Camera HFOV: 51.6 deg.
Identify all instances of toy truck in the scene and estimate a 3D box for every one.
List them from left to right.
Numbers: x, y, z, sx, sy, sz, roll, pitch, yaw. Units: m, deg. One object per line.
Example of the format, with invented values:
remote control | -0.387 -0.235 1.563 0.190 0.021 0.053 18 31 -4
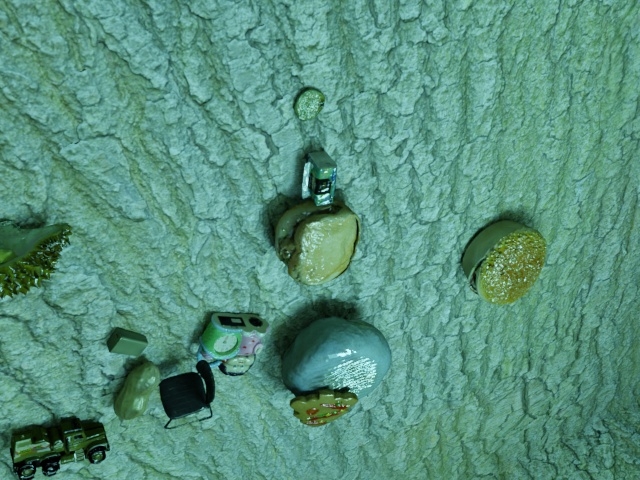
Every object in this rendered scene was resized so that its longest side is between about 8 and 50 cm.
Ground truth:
toy truck | -0.734 0.572 1.875 0.257 0.127 0.127 -2 113 -30

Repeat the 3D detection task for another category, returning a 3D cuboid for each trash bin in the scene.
trash bin | -0.522 0.279 1.799 0.092 0.043 0.061 24 112 -43

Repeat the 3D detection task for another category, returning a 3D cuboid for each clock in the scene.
clock | -0.263 0.309 1.939 0.194 0.100 0.196 7 120 -30

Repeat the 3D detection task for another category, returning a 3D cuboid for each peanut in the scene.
peanut | -0.523 0.431 1.890 0.090 0.099 0.214 19 114 -26

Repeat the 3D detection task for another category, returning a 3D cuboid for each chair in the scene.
chair | -0.380 0.436 1.882 0.145 0.140 0.221 -11 159 -21

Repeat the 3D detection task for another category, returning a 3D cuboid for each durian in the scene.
durian | -0.693 0.041 1.445 0.306 0.167 0.172 -11 162 -15

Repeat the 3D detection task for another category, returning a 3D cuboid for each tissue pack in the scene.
tissue pack | -0.010 -0.158 1.694 0.079 0.085 0.111 -11 132 -21

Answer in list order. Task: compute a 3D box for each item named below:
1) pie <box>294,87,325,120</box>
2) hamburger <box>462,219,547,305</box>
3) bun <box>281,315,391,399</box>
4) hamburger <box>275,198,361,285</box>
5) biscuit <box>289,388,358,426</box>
pie | -0.027 -0.324 1.591 0.085 0.017 0.085 -17 134 -18
hamburger | 0.618 0.076 2.199 0.302 0.170 0.302 -17 133 -19
bun | 0.043 0.376 2.088 0.361 0.211 0.362 -13 133 -14
hamburger | 0.000 0.000 1.791 0.243 0.146 0.286 -45 140 7
biscuit | 0.003 0.526 2.046 0.212 0.041 0.239 -3 141 -13
